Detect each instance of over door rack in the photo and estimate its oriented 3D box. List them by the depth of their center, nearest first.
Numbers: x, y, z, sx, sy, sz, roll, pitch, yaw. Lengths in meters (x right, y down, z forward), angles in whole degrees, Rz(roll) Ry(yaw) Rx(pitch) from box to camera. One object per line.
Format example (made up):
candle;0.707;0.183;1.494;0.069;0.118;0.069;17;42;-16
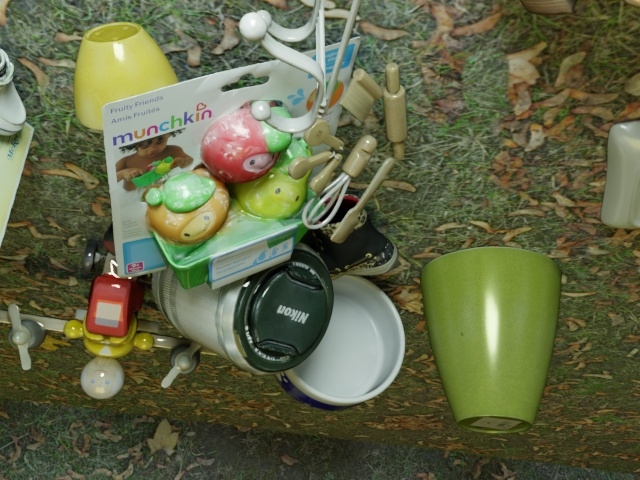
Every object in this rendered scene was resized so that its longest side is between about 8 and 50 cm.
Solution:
over door rack;0.003;-0.271;0.567;0.108;0.240;0.324;9;153;-19

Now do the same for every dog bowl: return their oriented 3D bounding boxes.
dog bowl;0.028;0.201;1.430;0.265;0.265;0.104;12;154;-14

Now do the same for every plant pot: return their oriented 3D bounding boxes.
plant pot;-0.239;-0.206;0.865;0.134;0.134;0.095;1;128;7
plant pot;0.325;0.203;1.355;0.274;0.294;0.275;4;152;2

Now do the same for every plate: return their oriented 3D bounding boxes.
plate;0.559;-0.087;1.035;0.278;0.045;0.277;-4;150;16

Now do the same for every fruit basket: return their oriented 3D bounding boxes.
fruit basket;-0.109;-0.083;0.930;0.327;0.165;0.353;-21;158;-25

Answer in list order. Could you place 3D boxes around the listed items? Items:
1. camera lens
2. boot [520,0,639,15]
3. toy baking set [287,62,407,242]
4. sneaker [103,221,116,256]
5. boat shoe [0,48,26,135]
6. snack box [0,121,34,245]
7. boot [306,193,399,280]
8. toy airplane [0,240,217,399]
camera lens;-0.131;0.089;1.204;0.274;0.219;0.219;15;167;47
boot;0.249;-0.298;0.585;0.283;0.109;0.220;14;158;44
toy baking set;0.041;-0.112;0.945;0.030;0.197;0.256;42;164;33
sneaker;-0.290;-0.050;1.182;0.276;0.098;0.135;-22;142;38
boat shoe;-0.431;-0.213;0.906;0.075;0.083;0.226;-2;151;15
snack box;-0.496;-0.068;0.936;0.060;0.322;0.187;-11;148;23
boot;0.001;-0.002;1.253;0.236;0.085;0.178;-8;146;23
toy airplane;-0.439;0.201;1.495;0.386;0.272;0.384;-12;149;28
